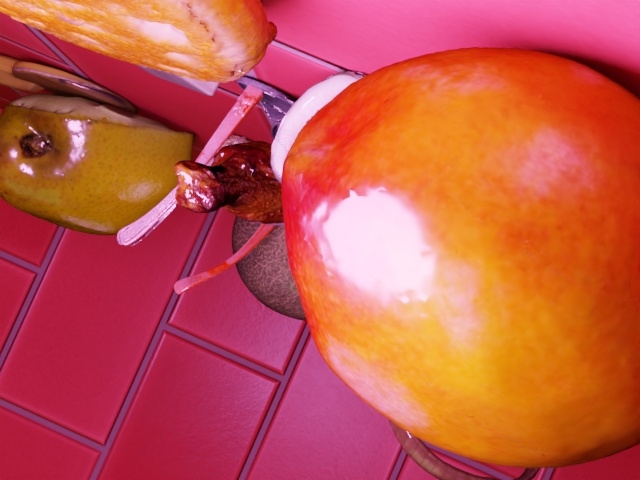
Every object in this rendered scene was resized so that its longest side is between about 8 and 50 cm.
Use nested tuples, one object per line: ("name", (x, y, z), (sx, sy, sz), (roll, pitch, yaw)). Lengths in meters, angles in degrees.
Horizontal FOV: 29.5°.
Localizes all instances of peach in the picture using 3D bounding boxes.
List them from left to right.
("peach", (0.123, 0.009, 0.864), (0.332, 0.307, 0.308), (30, 174, -21))

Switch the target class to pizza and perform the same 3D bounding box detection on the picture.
("pizza", (-0.168, -0.206, 0.964), (0.278, 0.114, 0.409), (23, 175, -7))

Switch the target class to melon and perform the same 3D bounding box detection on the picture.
("melon", (0.000, 0.000, 1.731), (0.237, 0.237, 0.302), (25, 169, -20))

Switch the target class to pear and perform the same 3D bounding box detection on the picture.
("pear", (-0.445, -0.133, 2.142), (0.342, 0.238, 0.318), (12, -176, 36))

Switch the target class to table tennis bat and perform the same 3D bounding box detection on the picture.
("table tennis bat", (-0.493, -0.286, 2.198), (0.369, 0.054, 0.224), (17, 175, 26))

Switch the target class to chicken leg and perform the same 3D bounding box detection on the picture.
("chicken leg", (-0.043, -0.061, 1.321), (0.158, 0.095, 0.407), (3, -174, 34))

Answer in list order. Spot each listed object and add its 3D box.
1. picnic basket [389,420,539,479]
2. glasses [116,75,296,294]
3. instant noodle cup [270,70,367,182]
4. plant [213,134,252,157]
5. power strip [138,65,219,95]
("picnic basket", (0.200, 0.200, 1.696), (0.293, 0.337, 0.337), (22, 177, -23))
("glasses", (-0.096, -0.050, 1.485), (0.118, 0.268, 0.234), (30, 169, 24))
("instant noodle cup", (0.069, -0.058, 1.211), (0.212, 0.193, 0.193), (36, 169, -37))
("plant", (-0.122, -0.105, 1.965), (0.117, 0.122, 0.104), (16, -174, 8))
("power strip", (-0.216, -0.233, 1.344), (0.118, 0.046, 0.270), (20, 175, 37))
